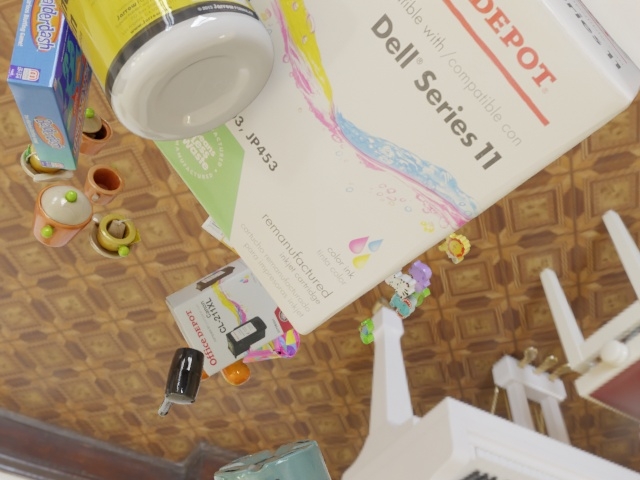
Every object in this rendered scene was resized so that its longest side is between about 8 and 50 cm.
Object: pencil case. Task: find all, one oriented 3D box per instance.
[{"bbox_3d":[-0.169,0.267,1.631,0.236,0.104,0.104,-13,129,31],"label":"pencil case"}]

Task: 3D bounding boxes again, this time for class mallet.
[{"bbox_3d":[-0.184,0.184,0.802,0.039,0.062,0.189,17,154,-15],"label":"mallet"}]

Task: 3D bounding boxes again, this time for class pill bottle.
[{"bbox_3d":[-0.112,-0.161,0.391,0.103,0.184,0.103,-28,164,-9],"label":"pill bottle"}]

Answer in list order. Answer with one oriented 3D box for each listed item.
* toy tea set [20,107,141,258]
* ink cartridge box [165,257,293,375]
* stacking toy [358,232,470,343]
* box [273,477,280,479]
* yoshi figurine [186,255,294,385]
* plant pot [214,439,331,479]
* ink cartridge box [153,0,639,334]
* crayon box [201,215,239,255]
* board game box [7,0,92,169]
[{"bbox_3d":[-0.450,-0.128,1.190,0.200,0.336,0.124,1,148,-40],"label":"toy tea set"},{"bbox_3d":[-0.132,0.109,0.981,0.175,0.072,0.127,-29,110,-16],"label":"ink cartridge box"},{"bbox_3d":[0.165,0.093,1.129,0.052,0.167,0.221,47,141,22],"label":"stacking toy"},{"bbox_3d":[-0.143,0.565,1.157,0.183,0.231,0.056,-29,103,3],"label":"box"},{"bbox_3d":[-0.162,0.174,1.408,0.203,0.203,0.362,29,108,5],"label":"yoshi figurine"},{"bbox_3d":[-0.082,0.661,1.452,0.341,0.334,0.341,-15,171,-3],"label":"plant pot"},{"bbox_3d":[0.061,-0.113,0.426,0.353,0.119,0.207,-40,86,35],"label":"ink cartridge box"},{"bbox_3d":[-0.142,-0.024,1.767,0.323,0.083,0.203,38,106,-3],"label":"crayon box"},{"bbox_3d":[-0.310,-0.198,0.741,0.047,0.160,0.210,6,162,-13],"label":"board game box"}]
